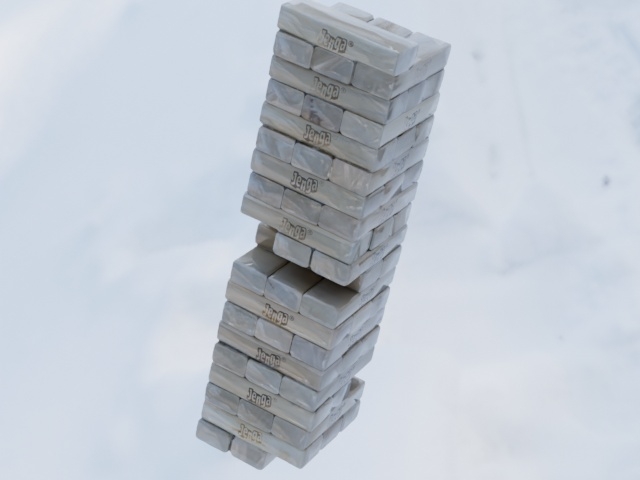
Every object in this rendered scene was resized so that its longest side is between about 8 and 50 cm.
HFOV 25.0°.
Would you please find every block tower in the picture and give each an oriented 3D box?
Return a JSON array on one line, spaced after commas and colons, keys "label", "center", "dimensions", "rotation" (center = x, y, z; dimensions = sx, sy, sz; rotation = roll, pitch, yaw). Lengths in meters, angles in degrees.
[{"label": "block tower", "center": [0.000, 0.000, 0.997], "dimensions": [0.091, 0.336, 0.097], "rotation": [24, 30, 20]}]
